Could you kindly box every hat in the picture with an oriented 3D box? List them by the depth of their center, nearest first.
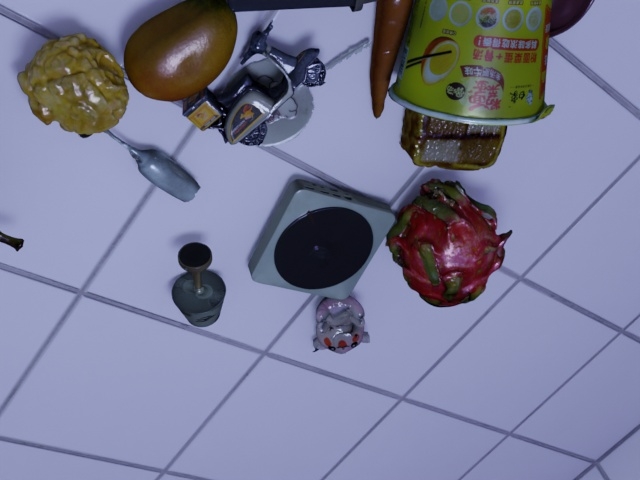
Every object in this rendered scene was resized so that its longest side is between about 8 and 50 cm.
[{"bbox_3d":[0.454,-0.477,1.443,0.205,0.089,0.205,-9,130,-11],"label":"hat"}]

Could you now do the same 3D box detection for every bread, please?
[{"bbox_3d":[0.280,-0.234,1.574,0.222,0.096,0.181,0,124,-19],"label":"bread"}]

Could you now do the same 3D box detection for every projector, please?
[{"bbox_3d":[0.000,0.000,1.671,0.257,0.079,0.259,14,122,-28],"label":"projector"}]

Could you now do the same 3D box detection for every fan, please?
[{"bbox_3d":[-0.045,-0.303,1.458,0.329,0.009,0.191,-31,128,10],"label":"fan"}]

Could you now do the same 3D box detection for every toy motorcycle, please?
[{"bbox_3d":[-0.116,-0.285,1.391,0.263,0.091,0.157,-39,122,18],"label":"toy motorcycle"}]

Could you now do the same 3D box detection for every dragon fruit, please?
[{"bbox_3d":[0.283,0.009,1.686,0.231,0.237,0.303,-35,123,-18],"label":"dragon fruit"}]

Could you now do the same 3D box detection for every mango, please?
[{"bbox_3d":[-0.236,-0.330,1.297,0.221,0.120,0.151,-29,136,5],"label":"mango"}]

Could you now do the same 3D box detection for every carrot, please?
[{"bbox_3d":[0.126,-0.379,1.433,0.069,0.069,0.336,-6,135,-15],"label":"carrot"}]

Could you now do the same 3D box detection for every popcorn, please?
[{"bbox_3d":[-0.418,-0.261,1.272,0.180,0.170,0.180,-22,132,-27],"label":"popcorn"}]

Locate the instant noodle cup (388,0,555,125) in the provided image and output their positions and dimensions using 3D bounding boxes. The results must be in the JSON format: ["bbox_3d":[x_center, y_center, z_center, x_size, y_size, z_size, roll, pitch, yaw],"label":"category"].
[{"bbox_3d":[0.288,-0.359,1.359,0.311,0.311,0.221,-4,119,-16],"label":"instant noodle cup"}]

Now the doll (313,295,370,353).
[{"bbox_3d":[0.044,0.207,1.843,0.149,0.095,0.192,-10,132,-4],"label":"doll"}]

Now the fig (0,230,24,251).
[{"bbox_3d":[-0.651,-0.070,1.339,0.170,0.145,0.274,-34,123,18],"label":"fig"}]

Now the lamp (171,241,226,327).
[{"bbox_3d":[-0.266,0.100,1.627,0.121,0.121,0.215,-10,143,-12],"label":"lamp"}]

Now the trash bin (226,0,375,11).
[{"bbox_3d":[-0.021,-0.484,1.217,0.290,0.182,0.209,-8,132,-6],"label":"trash bin"}]

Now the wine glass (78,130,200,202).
[{"bbox_3d":[-0.337,-0.155,1.441,0.074,0.074,0.262,-40,130,14],"label":"wine glass"}]
